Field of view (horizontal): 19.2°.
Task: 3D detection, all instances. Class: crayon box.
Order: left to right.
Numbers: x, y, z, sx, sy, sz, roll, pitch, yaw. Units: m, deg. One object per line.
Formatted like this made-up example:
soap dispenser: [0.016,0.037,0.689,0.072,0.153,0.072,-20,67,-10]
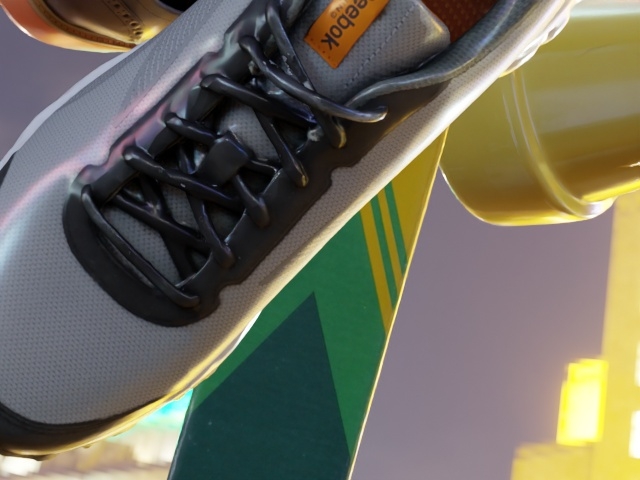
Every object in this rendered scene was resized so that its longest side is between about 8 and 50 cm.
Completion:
crayon box: [0.000,0.000,0.929,0.081,0.318,0.202,17,-11,-2]

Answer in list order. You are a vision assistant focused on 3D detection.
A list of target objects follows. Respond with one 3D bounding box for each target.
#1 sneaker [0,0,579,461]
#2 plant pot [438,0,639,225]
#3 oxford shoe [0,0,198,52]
sneaker: [-0.019,-0.041,0.590,0.100,0.271,0.108,46,-4,-1]
plant pot: [0.236,-0.143,1.457,0.239,0.254,0.254,-3,-36,32]
oxford shoe: [-0.044,-0.134,1.033,0.098,0.096,0.271,-4,0,41]
